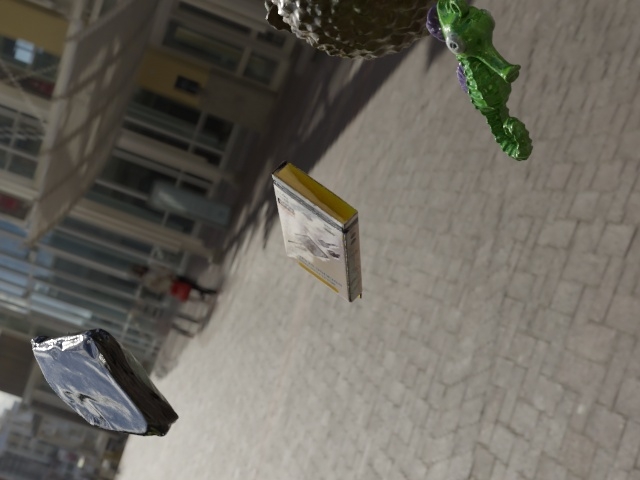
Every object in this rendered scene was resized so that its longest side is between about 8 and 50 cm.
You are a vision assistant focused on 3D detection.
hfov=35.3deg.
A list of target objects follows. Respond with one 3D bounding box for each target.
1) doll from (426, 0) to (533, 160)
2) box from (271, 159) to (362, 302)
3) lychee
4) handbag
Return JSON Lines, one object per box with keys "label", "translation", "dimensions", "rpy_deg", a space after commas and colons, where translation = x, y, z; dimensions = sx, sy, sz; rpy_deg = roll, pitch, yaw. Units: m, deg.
{"label": "doll", "translation": [0.161, -0.157, 0.971], "dimensions": [0.050, 0.190, 0.115], "rpy_deg": [-32, 35, -2]}
{"label": "box", "translation": [0.000, 0.000, 1.384], "dimensions": [0.033, 0.129, 0.247], "rpy_deg": [-46, -24, -21]}
{"label": "lychee", "translation": [0.049, -0.345, 1.168], "dimensions": [0.320, 0.270, 0.270], "rpy_deg": [68, -140, -76]}
{"label": "handbag", "translation": [-0.337, 0.214, 1.535], "dimensions": [0.075, 0.191, 0.332], "rpy_deg": [-45, 18, -27]}
